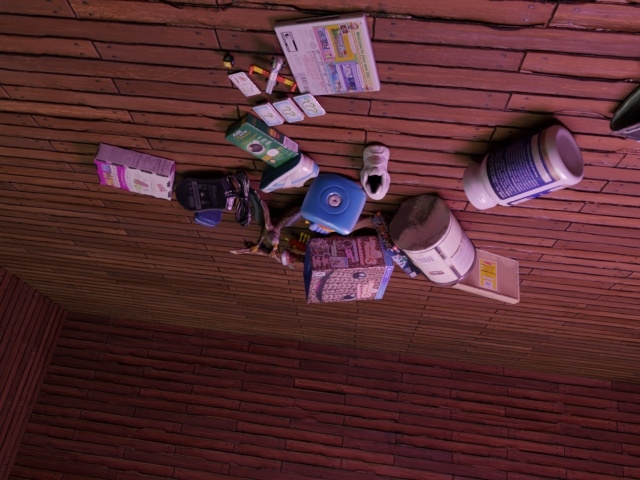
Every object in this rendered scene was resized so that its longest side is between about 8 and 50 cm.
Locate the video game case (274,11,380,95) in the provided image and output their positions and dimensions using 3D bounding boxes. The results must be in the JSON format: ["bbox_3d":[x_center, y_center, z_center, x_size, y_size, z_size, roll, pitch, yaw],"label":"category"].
[{"bbox_3d":[0.022,-0.407,1.170,0.194,0.023,0.212,1,153,17],"label":"video game case"}]

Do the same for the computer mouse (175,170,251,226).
[{"bbox_3d":[-0.344,-0.149,1.727,0.273,0.072,0.188,6,113,17],"label":"computer mouse"}]

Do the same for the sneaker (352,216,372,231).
[{"bbox_3d":[0.118,-0.072,1.835,0.119,0.067,0.042,-23,150,-2],"label":"sneaker"}]

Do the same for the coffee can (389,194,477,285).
[{"bbox_3d":[0.371,0.003,1.712,0.202,0.201,0.275,-7,150,30],"label":"coffee can"}]

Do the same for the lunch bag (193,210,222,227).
[{"bbox_3d":[-0.410,-0.091,1.923,0.099,0.067,0.065,21,153,-27],"label":"lunch bag"}]

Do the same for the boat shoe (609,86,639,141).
[{"bbox_3d":[0.711,-0.296,1.062,0.119,0.121,0.335,4,157,0],"label":"boat shoe"}]

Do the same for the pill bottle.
[{"bbox_3d":[0.510,-0.176,1.346,0.153,0.153,0.265,26,150,-32],"label":"pill bottle"}]

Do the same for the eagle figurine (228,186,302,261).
[{"bbox_3d":[-0.163,-0.061,1.822,0.226,0.225,0.298,-19,138,-44],"label":"eagle figurine"}]

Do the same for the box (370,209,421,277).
[{"bbox_3d":[0.263,0.015,1.820,0.044,0.159,0.233,-31,142,15],"label":"box"}]

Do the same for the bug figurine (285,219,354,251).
[{"bbox_3d":[0.000,0.000,1.977,0.217,0.072,0.279,18,153,-20],"label":"bug figurine"}]

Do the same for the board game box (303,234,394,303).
[{"bbox_3d":[0.093,0.107,1.924,0.291,0.141,0.232,-3,144,-8],"label":"board game box"}]

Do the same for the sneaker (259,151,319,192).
[{"bbox_3d":[-0.103,-0.191,1.593,0.092,0.087,0.229,25,152,-35],"label":"sneaker"}]

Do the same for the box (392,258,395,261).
[{"bbox_3d":[0.205,0.043,2.038,0.179,0.043,0.105,6,154,11],"label":"box"}]

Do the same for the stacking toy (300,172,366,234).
[{"bbox_3d":[0.039,-0.085,1.722,0.175,0.165,0.302,23,166,5],"label":"stacking toy"}]

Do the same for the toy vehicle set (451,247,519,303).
[{"bbox_3d":[0.604,0.121,1.924,0.267,0.165,0.035,16,154,-14],"label":"toy vehicle set"}]

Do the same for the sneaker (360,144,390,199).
[{"bbox_3d":[0.152,-0.169,1.519,0.091,0.115,0.232,4,154,11],"label":"sneaker"}]

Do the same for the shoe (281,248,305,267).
[{"bbox_3d":[-0.091,0.070,2.000,0.081,0.063,0.178,-1,166,11],"label":"shoe"}]

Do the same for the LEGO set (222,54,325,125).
[{"bbox_3d":[-0.126,-0.354,1.265,0.183,0.060,0.244,-1,151,34],"label":"LEGO set"}]

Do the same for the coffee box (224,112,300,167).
[{"bbox_3d":[-0.162,-0.278,1.479,0.184,0.040,0.113,26,149,-33],"label":"coffee box"}]

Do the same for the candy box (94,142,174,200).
[{"bbox_3d":[-0.595,-0.220,1.707,0.234,0.071,0.159,14,154,-9],"label":"candy box"}]
